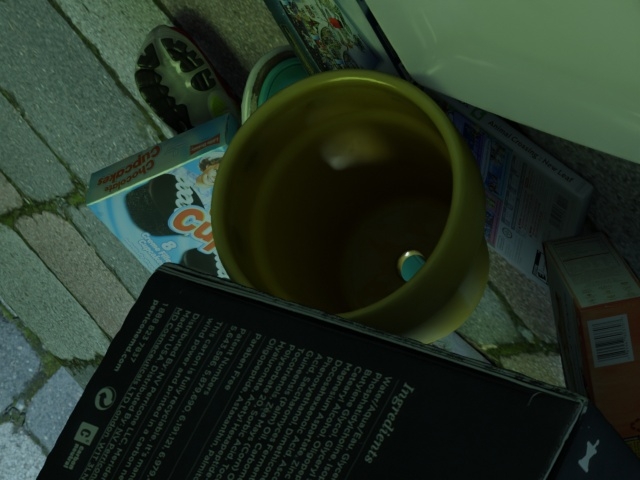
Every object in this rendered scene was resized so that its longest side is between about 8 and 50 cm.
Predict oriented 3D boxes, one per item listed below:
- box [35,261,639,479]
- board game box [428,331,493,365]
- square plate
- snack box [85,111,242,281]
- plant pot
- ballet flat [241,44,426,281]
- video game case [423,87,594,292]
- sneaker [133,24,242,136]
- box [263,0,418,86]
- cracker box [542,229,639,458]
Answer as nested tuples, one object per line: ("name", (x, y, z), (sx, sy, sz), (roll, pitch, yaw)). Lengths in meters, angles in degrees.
("box", (0.074, 0.297, 1.760), (0.472, 0.297, 0.480), (14, 159, 38))
("board game box", (0.200, 0.256, 2.395), (0.319, 0.066, 0.318), (40, 158, 14))
("square plate", (0.158, -0.199, 1.597), (0.347, 0.049, 0.344), (23, 160, 37))
("snack box", (-0.094, 0.008, 2.207), (0.187, 0.060, 0.322), (-23, 130, 23))
("plant pot", (0.055, -0.006, 1.895), (0.254, 0.254, 0.239), (33, 176, 29))
("ballet flat", (0.011, -0.054, 2.120), (0.139, 0.139, 0.400), (17, 146, 51))
("video game case", (0.177, -0.052, 1.938), (0.193, 0.023, 0.212), (38, 159, 17))
("sneaker", (-0.117, -0.125, 2.236), (0.118, 0.107, 0.279), (-91, -23, -69))
("box", (-0.003, -0.249, 1.872), (0.159, 0.044, 0.233), (15, 144, 52))
("cracker box", (0.258, 0.096, 1.783), (0.232, 0.067, 0.155), (-94, -7, -76))
